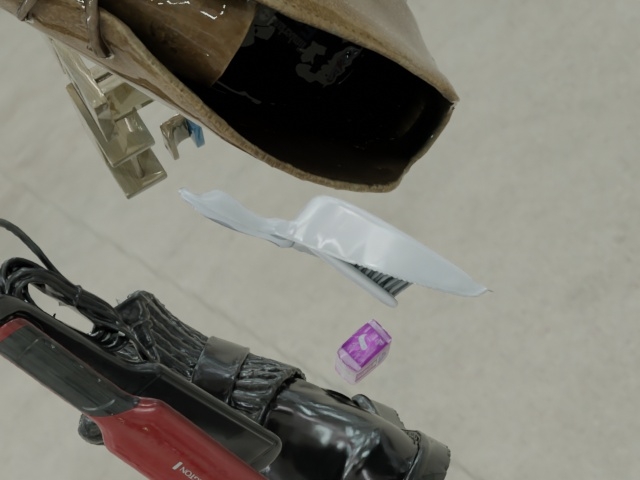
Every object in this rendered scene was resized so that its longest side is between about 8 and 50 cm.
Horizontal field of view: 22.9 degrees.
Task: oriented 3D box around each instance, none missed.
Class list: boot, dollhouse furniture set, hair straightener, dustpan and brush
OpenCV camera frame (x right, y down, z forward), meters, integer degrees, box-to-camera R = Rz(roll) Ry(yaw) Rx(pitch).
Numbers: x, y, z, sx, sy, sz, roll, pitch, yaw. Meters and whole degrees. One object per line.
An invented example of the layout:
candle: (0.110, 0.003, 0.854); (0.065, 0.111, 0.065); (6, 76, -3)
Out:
boot: (-0.068, -0.101, 0.443); (0.112, 0.305, 0.115); (-51, 45, 15)
dollhouse furniture set: (-0.131, -0.143, 1.170); (0.129, 0.129, 0.183); (-30, -16, -9)
boot: (-0.058, 0.152, 1.230); (0.131, 0.260, 0.348); (-64, 9, -2)
hair straightener: (-0.111, 0.058, 0.771); (0.047, 0.230, 0.089); (-45, 27, 24)
dustpan and brush: (0.000, 0.000, 1.109); (0.060, 0.211, 0.147); (-59, 19, -7)

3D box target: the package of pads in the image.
package of pads: (0.039, 0.105, 1.471); (0.050, 0.032, 0.083); (-42, -10, -10)
